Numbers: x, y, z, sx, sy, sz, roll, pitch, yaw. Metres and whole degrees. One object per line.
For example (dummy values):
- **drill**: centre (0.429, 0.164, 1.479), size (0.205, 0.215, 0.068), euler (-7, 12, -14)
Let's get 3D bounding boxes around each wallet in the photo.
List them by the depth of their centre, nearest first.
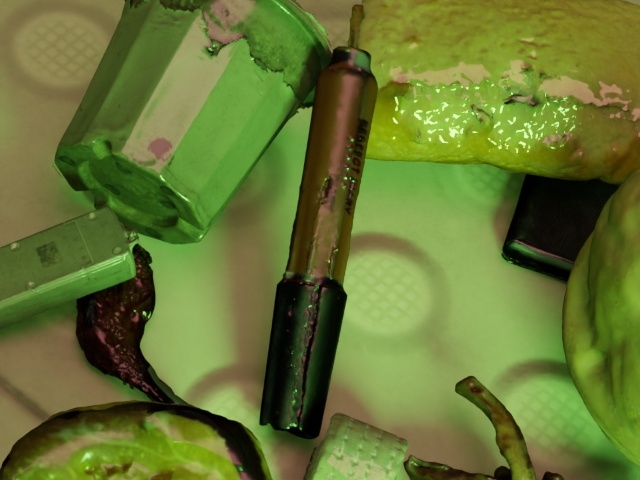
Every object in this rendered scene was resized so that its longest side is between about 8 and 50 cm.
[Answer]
- **wallet**: centre (0.332, -0.081, 2.208), size (0.172, 0.045, 0.318), euler (17, 55, 2)

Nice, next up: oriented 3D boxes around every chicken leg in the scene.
- **chicken leg**: centre (-0.203, 0.102, 1.957), size (0.106, 0.051, 0.253), euler (-8, 61, -23)

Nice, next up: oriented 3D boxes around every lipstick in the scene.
- **lipstick**: centre (0.000, 0.000, 1.955), size (0.077, 0.077, 0.418), euler (10, 82, -6)

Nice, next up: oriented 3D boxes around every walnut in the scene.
- **walnut**: centre (0.432, 0.089, 1.931), size (0.381, 0.381, 0.381), euler (6, 56, -9)

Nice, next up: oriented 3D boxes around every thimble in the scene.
- **thimble**: centre (0.032, 0.240, 1.888), size (0.090, 0.102, 0.115), euler (20, 25, 1)

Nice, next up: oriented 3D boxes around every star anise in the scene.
- **star anise**: centre (0.218, 0.312, 1.879), size (0.292, 0.109, 0.349), euler (21, 55, -9)

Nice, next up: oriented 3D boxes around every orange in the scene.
- **orange**: centre (-0.185, 0.327, 1.710), size (0.271, 0.210, 0.369), euler (12, 57, -3)

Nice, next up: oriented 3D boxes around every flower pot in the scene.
- **flower pot**: centre (-0.146, -0.148, 2.019), size (0.290, 0.290, 0.259), euler (26, 66, 5)

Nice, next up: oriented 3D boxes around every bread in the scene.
- **bread**: centre (0.213, -0.180, 2.134), size (0.375, 0.165, 0.236), euler (8, 49, -2)

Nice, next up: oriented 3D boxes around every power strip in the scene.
- **power strip**: centre (-0.319, 0.044, 1.930), size (0.272, 0.052, 0.078), euler (-22, 56, -8)
